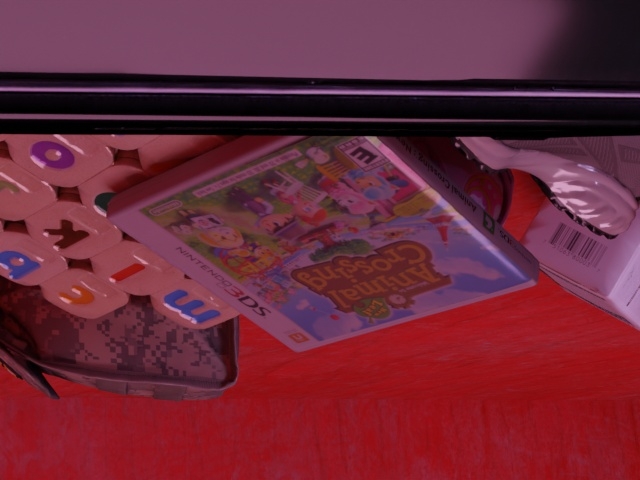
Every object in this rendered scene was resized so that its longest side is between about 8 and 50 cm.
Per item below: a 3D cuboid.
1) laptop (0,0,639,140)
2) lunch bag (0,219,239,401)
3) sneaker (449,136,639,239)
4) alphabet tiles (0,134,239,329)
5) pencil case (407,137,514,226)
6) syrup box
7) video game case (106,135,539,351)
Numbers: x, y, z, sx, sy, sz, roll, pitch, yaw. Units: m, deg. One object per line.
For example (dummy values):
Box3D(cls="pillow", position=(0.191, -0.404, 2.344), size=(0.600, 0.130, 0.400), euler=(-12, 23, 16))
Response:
Box3D(cls="laptop", position=(-0.002, -0.153, 0.387), size=(0.382, 0.236, 0.408), euler=(0, -175, -11))
Box3D(cls="lunch bag", position=(-0.222, 0.069, 1.081), size=(0.287, 0.168, 0.235), euler=(6, 168, -8))
Box3D(cls="sneaker", position=(0.138, -0.092, 0.703), size=(0.271, 0.100, 0.108), euler=(20, 122, -43))
Box3D(cls="alphabet tiles", position=(-0.150, -0.025, 0.779), size=(0.284, 0.021, 0.278), euler=(34, 140, -30))
Box3D(cls="pencil case", position=(0.005, -0.023, 0.848), size=(0.124, 0.124, 0.284), euler=(9, 163, -41))
Box3D(cls="syrup box", position=(0.268, 0.012, 1.044), size=(0.093, 0.096, 0.237), euler=(31, -179, 26))
Box3D(cls="video game case", position=(0.000, 0.000, 0.729), size=(0.212, 0.023, 0.193), euler=(-20, 135, 38))
